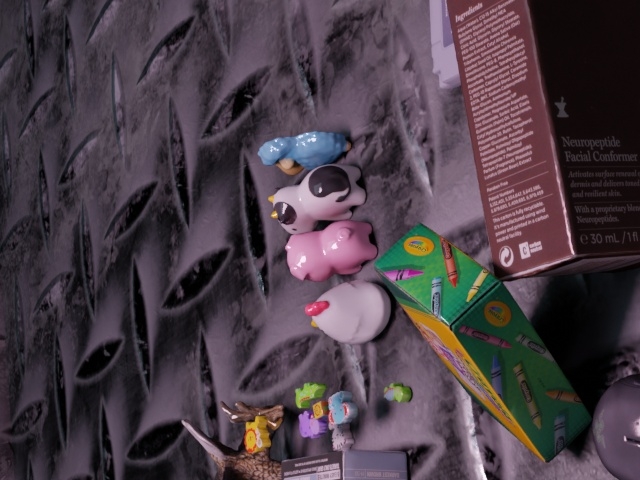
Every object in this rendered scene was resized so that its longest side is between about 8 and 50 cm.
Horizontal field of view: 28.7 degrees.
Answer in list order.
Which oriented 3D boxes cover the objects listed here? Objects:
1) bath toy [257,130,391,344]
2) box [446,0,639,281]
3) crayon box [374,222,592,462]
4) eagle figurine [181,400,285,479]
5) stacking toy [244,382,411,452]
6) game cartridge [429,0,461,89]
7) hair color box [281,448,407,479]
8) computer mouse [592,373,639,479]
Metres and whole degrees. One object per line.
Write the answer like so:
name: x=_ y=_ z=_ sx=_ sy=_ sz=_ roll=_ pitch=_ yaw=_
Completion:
bath toy: x=0.000 y=0.000 z=1.909 sx=0.151 sy=0.129 sz=0.348 roll=-46 pitch=50 yaw=46
box: x=0.273 y=-0.155 z=1.398 sx=0.143 sy=0.191 sz=0.382 roll=-25 pitch=72 yaw=55
crayon box: x=0.192 y=0.121 z=1.464 sx=0.081 sy=0.278 sz=0.165 roll=-42 pitch=37 yaw=-6
eagle figurine: x=-0.091 y=0.406 z=1.963 sx=0.225 sy=0.226 sz=0.298 roll=-1 pitch=80 yaw=38
stacking toy: x=0.010 y=0.260 z=1.827 sx=0.221 sy=0.167 sz=0.052 roll=-40 pitch=54 yaw=49
game cartridge: x=0.209 y=-0.365 z=1.656 sx=0.196 sy=0.060 sz=0.294 roll=160 pitch=110 yaw=-69
hair color box: x=0.035 y=0.497 z=1.790 sx=0.185 sy=0.113 sz=0.375 roll=-25 pitch=62 yaw=56
computer mouse: x=0.364 y=0.199 z=1.263 sx=0.272 sy=0.072 sz=0.189 roll=0 pitch=89 yaw=58
